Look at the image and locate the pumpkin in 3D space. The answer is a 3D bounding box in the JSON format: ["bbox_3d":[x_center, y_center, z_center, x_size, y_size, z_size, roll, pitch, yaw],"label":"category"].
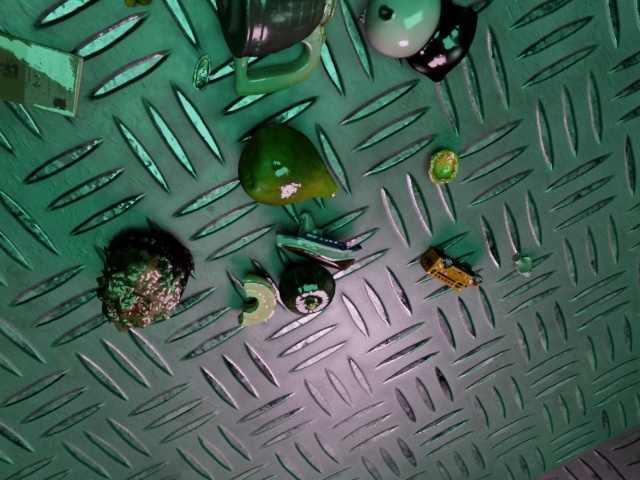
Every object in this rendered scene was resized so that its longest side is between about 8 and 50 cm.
[{"bbox_3d":[-0.038,0.141,1.304,0.167,0.125,0.167,1,114,3],"label":"pumpkin"}]

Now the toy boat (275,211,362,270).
[{"bbox_3d":[0.000,0.000,1.261,0.262,0.114,0.115,23,77,-22],"label":"toy boat"}]

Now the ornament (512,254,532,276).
[{"bbox_3d":[0.677,0.086,1.505,0.068,0.041,0.092,-29,110,-25],"label":"ornament"}]

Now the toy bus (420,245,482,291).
[{"bbox_3d":[0.412,0.097,1.420,0.194,0.083,0.088,28,110,-22],"label":"toy bus"}]

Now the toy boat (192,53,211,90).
[{"bbox_3d":[-0.271,-0.385,1.035,0.038,0.038,0.083,12,113,-19],"label":"toy boat"}]

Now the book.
[{"bbox_3d":[-0.627,-0.356,0.971,0.198,0.016,0.138,12,112,-19],"label":"book"}]

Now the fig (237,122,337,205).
[{"bbox_3d":[-0.058,-0.171,1.128,0.275,0.206,0.206,14,112,-35],"label":"fig"}]

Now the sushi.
[{"bbox_3d":[-0.444,0.106,1.133,0.225,0.219,0.238,-24,118,3],"label":"sushi"}]

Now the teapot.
[{"bbox_3d":[-0.082,-0.467,0.935,0.239,0.239,0.322,-13,114,-20],"label":"teapot"}]

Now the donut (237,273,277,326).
[{"bbox_3d":[-0.181,0.171,1.317,0.108,0.065,0.166,4,114,-16],"label":"donut"}]

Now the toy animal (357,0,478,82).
[{"bbox_3d":[0.214,-0.484,1.020,0.235,0.187,0.165,18,101,-24],"label":"toy animal"}]

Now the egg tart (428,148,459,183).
[{"bbox_3d":[0.344,-0.210,1.274,0.105,0.039,0.105,-6,117,-11],"label":"egg tart"}]

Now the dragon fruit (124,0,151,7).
[{"bbox_3d":[-0.349,-0.598,0.846,0.198,0.269,0.200,15,73,-5],"label":"dragon fruit"}]
